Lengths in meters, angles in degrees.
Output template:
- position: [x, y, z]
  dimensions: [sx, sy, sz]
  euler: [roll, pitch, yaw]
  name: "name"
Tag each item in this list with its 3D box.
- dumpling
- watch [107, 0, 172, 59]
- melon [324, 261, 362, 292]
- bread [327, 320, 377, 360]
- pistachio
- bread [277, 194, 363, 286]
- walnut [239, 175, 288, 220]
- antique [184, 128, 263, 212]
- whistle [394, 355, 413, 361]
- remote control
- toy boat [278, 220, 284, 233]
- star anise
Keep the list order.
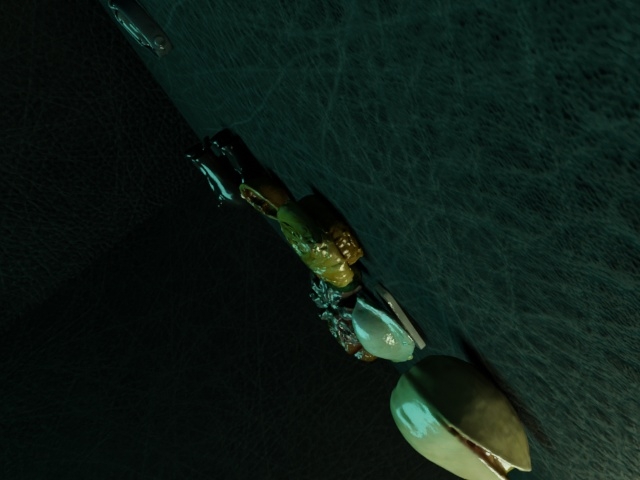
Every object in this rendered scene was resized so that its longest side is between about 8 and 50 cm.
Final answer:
- position: [0.165, 0.223, 1.751]
  dimensions: [0.216, 0.149, 0.104]
  euler: [60, -151, -27]
  name: "dumpling"
- position: [-0.498, -0.597, 1.926]
  dimensions: [0.206, 0.068, 0.193]
  euler: [49, 173, -28]
  name: "watch"
- position: [0.057, 0.087, 1.834]
  dimensions: [0.099, 0.099, 0.162]
  euler: [52, 168, -17]
  name: "melon"
- position: [0.131, 0.299, 2.390]
  dimensions: [0.232, 0.135, 0.246]
  euler: [38, -168, -11]
  name: "bread"
- position: [0.271, 0.346, 1.318]
  dimensions: [0.318, 0.193, 0.214]
  euler: [40, -172, -9]
  name: "pistachio"
- position: [-0.002, -0.001, 1.580]
  dimensions: [0.198, 0.120, 0.236]
  euler: [45, 172, 37]
  name: "bread"
- position: [-0.154, -0.139, 2.092]
  dimensions: [0.167, 0.087, 0.211]
  euler: [40, 168, -8]
  name: "walnut"
- position: [-0.301, -0.217, 2.292]
  dimensions: [0.255, 0.185, 0.322]
  euler: [54, 170, -27]
  name: "antique"
- position: [0.228, 0.314, 2.073]
  dimensions: [0.105, 0.085, 0.227]
  euler: [50, 174, 10]
  name: "whistle"
- position: [0.203, 0.196, 1.788]
  dimensions: [0.245, 0.022, 0.077]
  euler: [53, 172, -34]
  name: "remote control"
- position: [-0.113, -0.048, 2.548]
  dimensions: [0.065, 0.066, 0.172]
  euler: [49, 177, -26]
  name: "toy boat"
- position: [0.058, 0.189, 2.172]
  dimensions: [0.332, 0.118, 0.331]
  euler: [42, 148, 35]
  name: "star anise"
